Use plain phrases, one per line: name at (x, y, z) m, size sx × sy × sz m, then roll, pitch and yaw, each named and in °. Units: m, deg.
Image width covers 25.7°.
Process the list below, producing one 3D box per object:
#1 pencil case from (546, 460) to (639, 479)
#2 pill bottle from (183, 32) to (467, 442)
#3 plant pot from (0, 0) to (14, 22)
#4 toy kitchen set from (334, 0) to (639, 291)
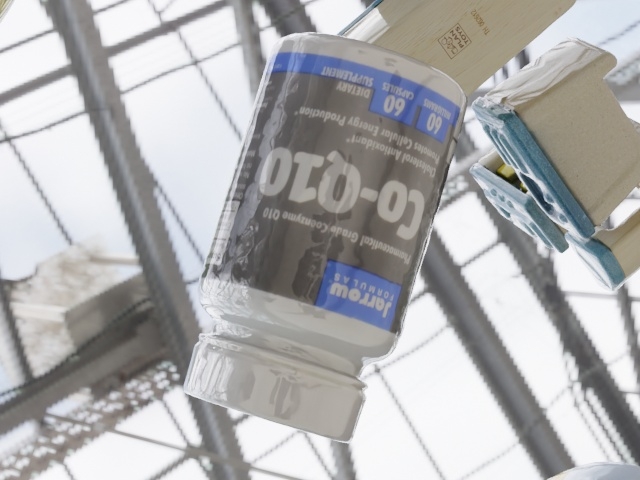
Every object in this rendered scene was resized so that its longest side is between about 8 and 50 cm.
pencil case at (0.064, 0.177, 0.571) m, size 0.273 × 0.124 × 0.113 m, roll -12°, pitch -63°, yaw -45°
pill bottle at (0.000, 0.000, 0.519) m, size 0.078 × 0.078 × 0.137 m, roll 22°, pitch -99°, yaw -41°
plant pot at (-0.169, -0.141, 0.593) m, size 0.095 × 0.134 × 0.134 m, roll -34°, pitch -57°, yaw 9°
toy kitchen set at (0.081, -0.063, 0.748) m, size 0.122 × 0.166 × 0.207 m, roll -40°, pitch -64°, yaw -2°
